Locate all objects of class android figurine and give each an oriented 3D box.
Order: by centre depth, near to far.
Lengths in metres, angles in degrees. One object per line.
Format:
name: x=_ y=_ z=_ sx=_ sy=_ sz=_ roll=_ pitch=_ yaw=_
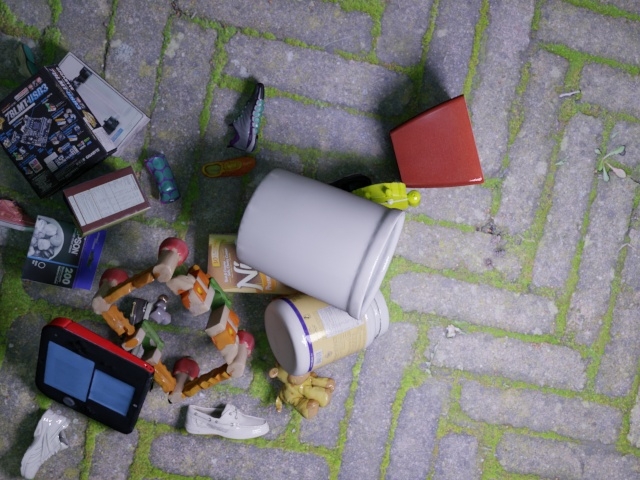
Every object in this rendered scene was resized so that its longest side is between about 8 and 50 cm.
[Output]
android figurine: x=0.186 y=-0.120 z=1.775 sx=0.248 sy=0.273 sz=0.056 roll=-9 pitch=80 yaw=7

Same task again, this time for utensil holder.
utensil holder: x=0.000 y=0.000 z=1.626 sx=0.385 sy=0.327 sz=0.328 roll=22 pitch=92 yaw=12

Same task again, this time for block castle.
block castle: x=-0.425 y=0.235 z=1.719 sx=0.303 sy=0.213 sz=0.453 roll=-27 pitch=111 yaw=11

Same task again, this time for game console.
game console: x=-0.687 y=0.417 z=1.725 sx=0.342 sy=0.060 sz=0.386 roll=30 pitch=129 yaw=1

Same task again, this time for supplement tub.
supplement tub: x=0.020 y=0.254 z=1.777 sx=0.331 sy=0.241 sz=0.241 roll=-17 pitch=97 yaw=-27

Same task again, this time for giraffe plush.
giraffe plush: x=-0.074 y=0.443 z=1.841 sx=0.210 sy=0.181 sz=0.170 roll=-3 pitch=119 yaw=23

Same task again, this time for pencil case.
pencil case: x=-0.497 y=-0.192 z=1.808 sx=0.070 sy=0.064 sz=0.152 roll=-23 pitch=97 yaw=-29

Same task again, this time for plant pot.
plant pot: x=0.350 y=-0.286 z=1.808 sx=0.235 sy=0.267 sz=0.267 roll=-14 pitch=96 yaw=9

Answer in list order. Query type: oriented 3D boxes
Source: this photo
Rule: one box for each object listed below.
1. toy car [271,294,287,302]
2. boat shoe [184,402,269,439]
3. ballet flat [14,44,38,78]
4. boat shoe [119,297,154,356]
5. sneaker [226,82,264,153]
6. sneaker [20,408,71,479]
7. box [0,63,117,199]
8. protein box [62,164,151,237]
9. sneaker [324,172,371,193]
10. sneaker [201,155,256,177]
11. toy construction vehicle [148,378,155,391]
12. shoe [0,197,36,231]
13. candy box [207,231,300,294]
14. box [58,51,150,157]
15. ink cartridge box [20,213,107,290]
toy car: x=-0.128 y=0.238 z=1.895 sx=0.060 sy=0.040 sz=0.122 roll=-8 pitch=95 yaw=-5
boat shoe: x=-0.304 y=0.583 z=1.877 sx=0.277 sy=0.098 sz=0.096 roll=5 pitch=95 yaw=-5
ballet flat: x=-0.880 y=-0.520 z=1.720 sx=0.052 sy=0.057 sz=0.168 roll=-34 pitch=59 yaw=7
boat shoe: x=-0.600 y=0.296 z=1.833 sx=0.068 sy=0.081 sz=0.228 roll=19 pitch=85 yaw=-6
sneaker: x=-0.236 y=-0.392 z=1.813 sx=0.098 sy=0.083 sz=0.224 roll=11 pitch=94 yaw=-2
sneaker: x=-0.870 y=0.662 z=1.830 sx=0.115 sy=0.090 sz=0.232 roll=23 pitch=93 yaw=-11
box: x=-0.803 y=-0.315 z=1.700 sx=0.295 sy=0.073 sz=0.293 roll=-29 pitch=102 yaw=20
protein box: x=-0.638 y=-0.113 z=1.706 sx=0.201 sy=0.200 sz=0.136 roll=-25 pitch=97 yaw=-23
sneaker: x=0.028 y=-0.143 z=1.838 sx=0.283 sy=0.124 sz=0.107 roll=-27 pitch=96 yaw=-3
sneaker: x=-0.290 y=-0.229 z=1.827 sx=0.175 sy=0.067 sz=0.064 roll=-15 pitch=94 yaw=-6
toy construction vehicle: x=-0.581 y=0.454 z=1.873 sx=0.086 sy=0.035 sz=0.098 roll=12 pitch=91 yaw=4
shoe: x=-0.937 y=-0.081 z=1.771 sx=0.178 sy=0.063 sz=0.081 roll=13 pitch=96 yaw=-4
candy box: x=-0.202 y=0.074 z=1.850 sx=0.316 sy=0.087 sz=0.183 roll=3 pitch=95 yaw=-7
box: x=-0.692 y=-0.411 z=1.758 sx=0.290 sy=0.087 sz=0.169 roll=41 pitch=90 yaw=-8
ink cartridge box: x=-0.792 y=0.043 z=1.781 sx=0.208 sy=0.045 sz=0.206 roll=15 pitch=93 yaw=-25
